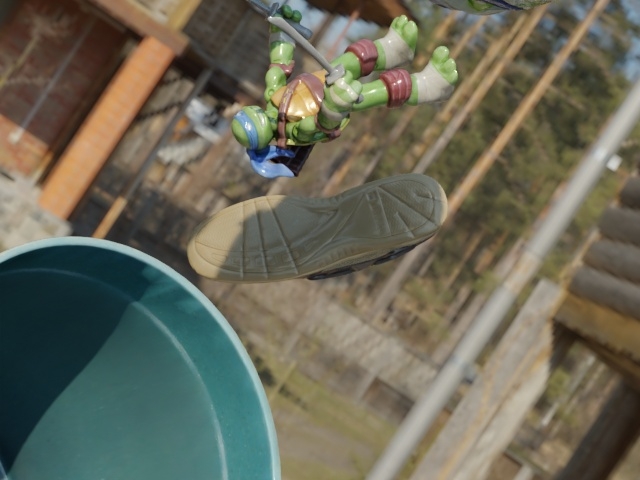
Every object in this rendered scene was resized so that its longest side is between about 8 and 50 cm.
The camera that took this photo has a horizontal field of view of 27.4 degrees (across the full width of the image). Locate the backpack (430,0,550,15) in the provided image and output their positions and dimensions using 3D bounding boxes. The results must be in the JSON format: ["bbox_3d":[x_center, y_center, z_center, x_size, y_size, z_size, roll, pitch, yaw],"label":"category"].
[{"bbox_3d":[0.115,-0.315,0.780,0.273,0.355,0.290,45,28,18],"label":"backpack"}]

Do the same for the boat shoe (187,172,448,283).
[{"bbox_3d":[0.000,0.000,1.436,0.092,0.285,0.102,72,5,-65],"label":"boat shoe"}]

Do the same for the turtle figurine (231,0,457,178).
[{"bbox_3d":[0.017,-0.220,1.544,0.198,0.266,0.274,7,-68,62],"label":"turtle figurine"}]

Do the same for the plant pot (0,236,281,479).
[{"bbox_3d":[-0.210,0.164,0.858,0.272,0.271,0.255,34,-39,-31],"label":"plant pot"}]
